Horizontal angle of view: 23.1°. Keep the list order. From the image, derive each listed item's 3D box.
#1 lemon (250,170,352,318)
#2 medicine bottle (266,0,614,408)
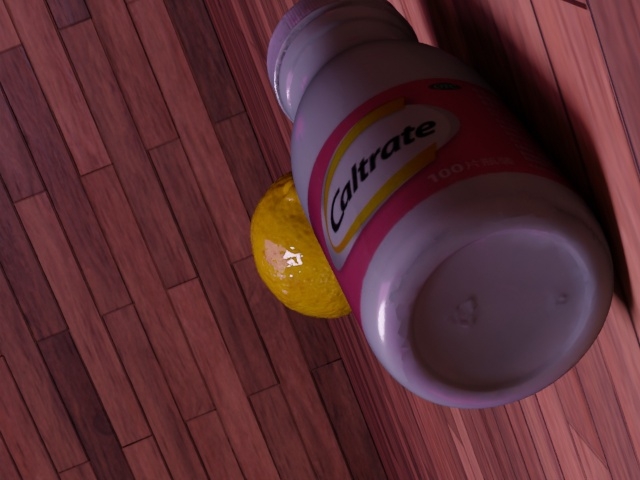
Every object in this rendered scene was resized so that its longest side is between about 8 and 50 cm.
[{"bbox_3d":[0.000,0.000,1.199,0.133,0.109,0.109,73,174,-46],"label":"lemon"},{"bbox_3d":[0.034,-0.030,0.613,0.217,0.090,0.090,-117,6,-56],"label":"medicine bottle"}]
